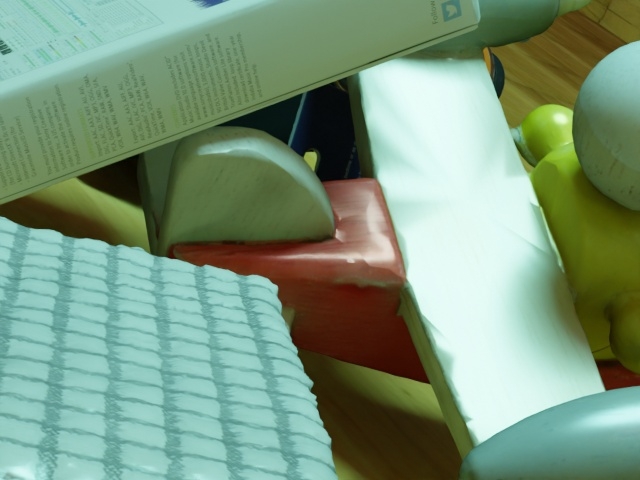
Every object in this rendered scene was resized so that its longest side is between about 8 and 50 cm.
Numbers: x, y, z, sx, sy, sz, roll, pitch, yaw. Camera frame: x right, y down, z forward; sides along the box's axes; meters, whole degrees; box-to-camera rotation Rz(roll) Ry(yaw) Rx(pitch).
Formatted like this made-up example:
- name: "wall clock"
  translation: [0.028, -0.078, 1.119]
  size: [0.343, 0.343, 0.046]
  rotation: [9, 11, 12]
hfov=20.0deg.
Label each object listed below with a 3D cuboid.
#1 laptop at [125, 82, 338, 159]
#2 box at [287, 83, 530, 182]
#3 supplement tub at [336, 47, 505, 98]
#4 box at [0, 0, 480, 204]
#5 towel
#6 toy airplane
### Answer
- name: "laptop"
  translation: [-0.024, -0.031, 1.260]
  size: [0.264, 0.136, 0.234]
  rotation: [51, 9, -17]
- name: "box"
  translation: [0.066, 0.003, 1.129]
  size: [0.225, 0.136, 0.036]
  rotation: [23, -16, -22]
- name: "supplement tub"
  translation: [0.106, -0.178, 1.844]
  size: [0.106, 0.106, 0.198]
  rotation: [39, 18, 34]
- name: "box"
  translation: [-0.113, -0.107, 0.918]
  size: [0.322, 0.058, 0.232]
  rotation: [-20, 27, -16]
- name: "towel"
  translation: [-0.126, 0.075, 0.555]
  size: [0.235, 0.121, 0.284]
  rotation: [14, 13, -12]
- name: "toy airplane"
  translation: [0.097, -0.008, 0.938]
  size: [0.386, 0.272, 0.384]
  rotation: [44, 37, 6]
